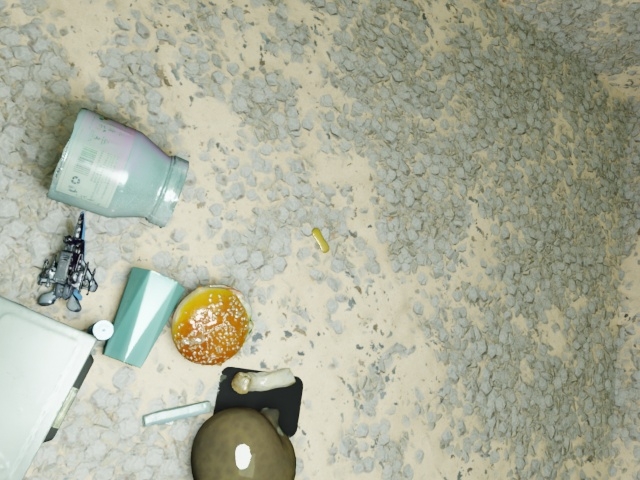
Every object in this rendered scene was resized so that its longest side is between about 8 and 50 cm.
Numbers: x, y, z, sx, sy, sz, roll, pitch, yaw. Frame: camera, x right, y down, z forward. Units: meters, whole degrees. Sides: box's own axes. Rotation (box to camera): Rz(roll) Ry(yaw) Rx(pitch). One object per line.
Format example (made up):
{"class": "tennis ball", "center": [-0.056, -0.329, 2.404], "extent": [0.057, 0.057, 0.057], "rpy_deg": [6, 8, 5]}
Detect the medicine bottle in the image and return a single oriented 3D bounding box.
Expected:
{"class": "medicine bottle", "center": [-0.510, -0.169, 1.349], "extent": [0.290, 0.245, 0.245], "rpy_deg": [22, 69, -26]}

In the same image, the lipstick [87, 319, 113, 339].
{"class": "lipstick", "center": [-0.541, 0.222, 1.290], "extent": [0.048, 0.158, 0.048], "rpy_deg": [6, 77, -27]}

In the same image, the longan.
{"class": "longan", "center": [-0.196, 0.569, 1.360], "extent": [0.300, 0.243, 0.300], "rpy_deg": [6, 82, -47]}

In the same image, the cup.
{"class": "cup", "center": [-0.459, 0.204, 1.358], "extent": [0.134, 0.148, 0.236], "rpy_deg": [39, 61, -47]}

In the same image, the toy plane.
{"class": "toy plane", "center": [-0.616, 0.047, 1.299], "extent": [0.169, 0.078, 0.246], "rpy_deg": [9, 91, 12]}

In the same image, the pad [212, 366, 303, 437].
{"class": "pad", "center": [-0.176, 0.471, 1.528], "extent": [0.267, 0.004, 0.181], "rpy_deg": [16, 72, -25]}

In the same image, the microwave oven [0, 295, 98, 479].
{"class": "microwave oven", "center": [-0.699, 0.328, 1.147], "extent": [0.286, 0.218, 0.355], "rpy_deg": [30, 66, -22]}

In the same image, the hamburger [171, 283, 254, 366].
{"class": "hamburger", "center": [-0.295, 0.224, 1.421], "extent": [0.237, 0.147, 0.237], "rpy_deg": [-2, 93, -40]}

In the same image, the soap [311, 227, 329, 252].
{"class": "soap", "center": [0.000, 0.000, 1.722], "extent": [0.034, 0.012, 0.089], "rpy_deg": [-32, 95, -31]}

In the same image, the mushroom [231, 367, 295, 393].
{"class": "mushroom", "center": [-0.156, 0.405, 1.523], "extent": [0.202, 0.054, 0.059], "rpy_deg": [4, 76, -33]}

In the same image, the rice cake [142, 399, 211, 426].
{"class": "rice cake", "center": [-0.380, 0.464, 1.401], "extent": [0.180, 0.030, 0.042], "rpy_deg": [-5, 84, -29]}
